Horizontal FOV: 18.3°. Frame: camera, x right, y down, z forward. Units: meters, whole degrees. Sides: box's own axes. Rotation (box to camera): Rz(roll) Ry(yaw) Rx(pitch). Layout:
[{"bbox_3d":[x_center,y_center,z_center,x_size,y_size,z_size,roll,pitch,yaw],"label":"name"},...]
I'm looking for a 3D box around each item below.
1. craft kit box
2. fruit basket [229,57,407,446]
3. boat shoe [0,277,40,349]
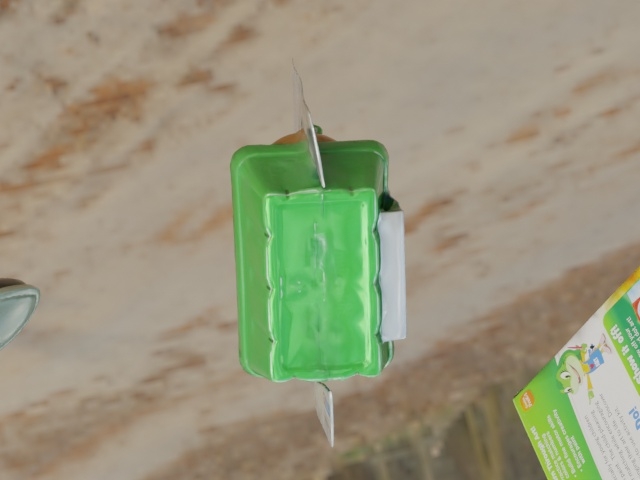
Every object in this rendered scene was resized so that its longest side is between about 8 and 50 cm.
[{"bbox_3d":[0.255,0.132,1.301,0.061,0.250,0.246,11,134,-37],"label":"craft kit box"},{"bbox_3d":[0.000,0.000,2.006,0.165,0.327,0.353,-2,-167,2],"label":"fruit basket"},{"bbox_3d":[-0.336,0.074,1.727,0.227,0.068,0.081,-28,144,-53],"label":"boat shoe"}]
